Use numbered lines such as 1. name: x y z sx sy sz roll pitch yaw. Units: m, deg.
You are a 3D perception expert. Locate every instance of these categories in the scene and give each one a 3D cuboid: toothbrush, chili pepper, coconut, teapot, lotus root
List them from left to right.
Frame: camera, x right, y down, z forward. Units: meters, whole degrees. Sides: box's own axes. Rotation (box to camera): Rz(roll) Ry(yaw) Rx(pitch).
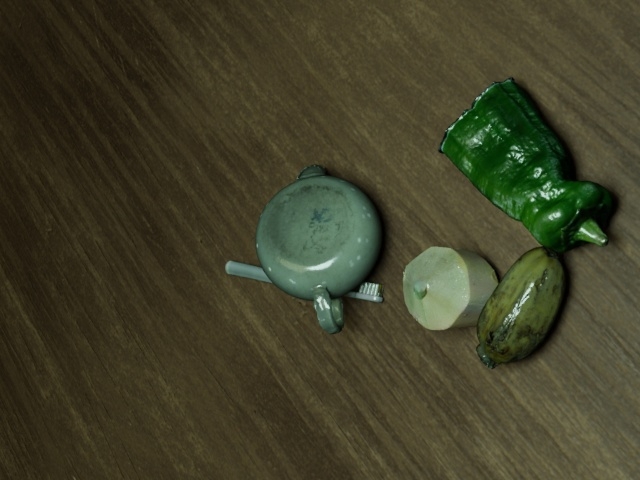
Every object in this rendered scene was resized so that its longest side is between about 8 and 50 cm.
1. toothbrush: -0.034 0.064 1.650 0.342 0.025 0.030 7 83 42
2. teapot: 0.000 0.000 1.540 0.193 0.129 0.295 -13 67 12
3. coconut: 0.172 0.065 1.398 0.116 0.122 0.116 -4 83 41
4. lotus root: 0.265 0.090 1.340 0.179 0.080 0.089 -60 38 14
5. chili pepper: 0.280 -0.082 1.330 0.136 0.099 0.270 -34 59 -5
